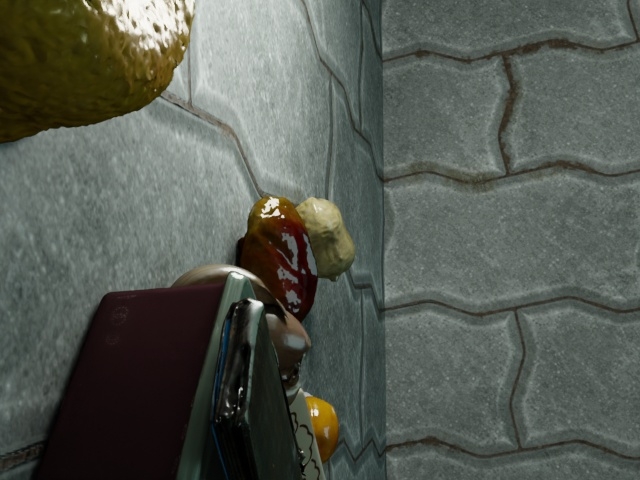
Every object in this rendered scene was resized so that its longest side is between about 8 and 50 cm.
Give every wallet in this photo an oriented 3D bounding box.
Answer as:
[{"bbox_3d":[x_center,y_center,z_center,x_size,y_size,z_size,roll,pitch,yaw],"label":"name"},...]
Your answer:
[{"bbox_3d":[-0.054,0.224,0.836,0.169,0.044,0.316,-83,167,-52],"label":"wallet"}]

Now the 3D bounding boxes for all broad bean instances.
[{"bbox_3d":[-0.078,0.040,1.377,0.156,0.122,0.228,6,74,-52],"label":"broad bean"}]

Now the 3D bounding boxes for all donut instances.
[{"bbox_3d":[-0.214,-0.299,0.693,0.377,0.164,0.434,-19,106,-79],"label":"donut"}]

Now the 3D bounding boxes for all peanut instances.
[{"bbox_3d":[0.000,0.000,1.739,0.224,0.129,0.129,65,25,-45],"label":"peanut"}]

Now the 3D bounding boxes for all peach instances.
[{"bbox_3d":[-0.038,0.334,1.484,0.138,0.138,0.138,-2,90,-78],"label":"peach"}]

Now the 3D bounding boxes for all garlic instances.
[{"bbox_3d":[-0.117,0.135,1.106,0.160,0.191,0.214,162,-85,-77],"label":"garlic"}]

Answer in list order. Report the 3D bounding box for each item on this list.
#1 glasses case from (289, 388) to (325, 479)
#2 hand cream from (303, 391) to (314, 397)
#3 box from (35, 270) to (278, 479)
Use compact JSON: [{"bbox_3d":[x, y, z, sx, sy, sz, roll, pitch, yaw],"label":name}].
[{"bbox_3d":[-0.067,0.378,1.341,0.144,0.076,0.336,-45,137,-36],"label":"glasses case"},{"bbox_3d":[-0.052,0.331,1.642,0.142,0.053,0.084,-8,95,-63],"label":"hand cream"},{"bbox_3d":[-0.156,0.185,0.860,0.193,0.168,0.294,78,15,-46],"label":"box"}]
